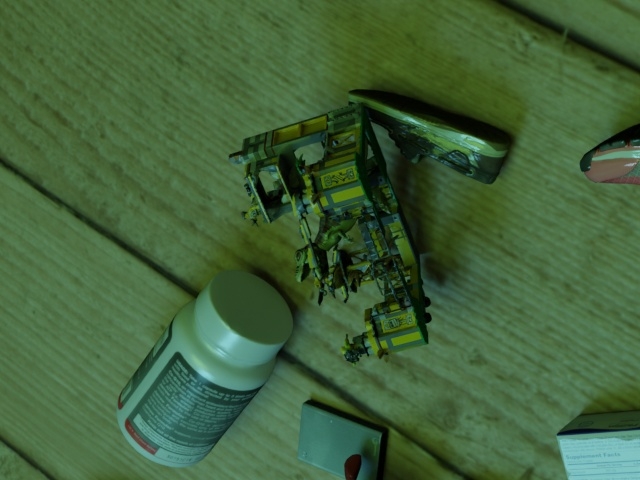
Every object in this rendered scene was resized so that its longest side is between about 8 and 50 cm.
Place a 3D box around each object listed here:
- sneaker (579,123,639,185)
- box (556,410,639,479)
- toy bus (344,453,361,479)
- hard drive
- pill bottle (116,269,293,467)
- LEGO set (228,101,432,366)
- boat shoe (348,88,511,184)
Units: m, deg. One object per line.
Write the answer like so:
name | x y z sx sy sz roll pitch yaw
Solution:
sneaker | 0.434 -0.067 1.504 0.313 0.116 0.136 -3 104 35
box | 0.374 0.285 1.683 0.126 0.072 0.137 -10 99 36
toy bus | 0.059 0.413 1.872 0.104 0.202 0.191 14 117 14
hard drive | 0.031 0.292 1.951 0.135 0.022 0.094 17 114 29
pill bottle | -0.164 0.184 1.964 0.161 0.161 0.283 47 125 13
LEGO set | 0.000 0.000 1.697 0.192 0.255 0.331 -16 129 12
boat shoe | 0.128 -0.130 1.715 0.223 0.080 0.073 21 111 23
